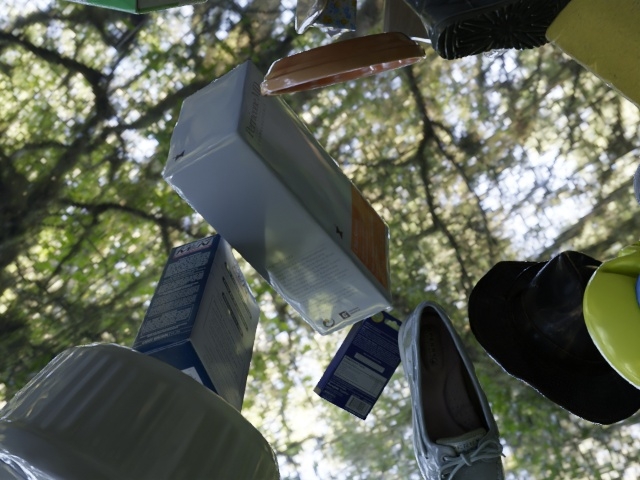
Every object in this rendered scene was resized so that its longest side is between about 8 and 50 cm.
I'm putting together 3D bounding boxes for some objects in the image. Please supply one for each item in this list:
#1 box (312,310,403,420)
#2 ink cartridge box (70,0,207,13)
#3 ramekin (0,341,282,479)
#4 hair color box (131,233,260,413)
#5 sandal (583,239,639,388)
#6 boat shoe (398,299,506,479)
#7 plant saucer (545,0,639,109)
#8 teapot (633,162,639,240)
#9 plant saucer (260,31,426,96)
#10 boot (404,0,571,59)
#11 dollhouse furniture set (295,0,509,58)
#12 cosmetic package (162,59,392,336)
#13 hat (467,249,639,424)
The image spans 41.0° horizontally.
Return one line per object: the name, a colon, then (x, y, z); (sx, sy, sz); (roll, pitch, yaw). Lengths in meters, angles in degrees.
box: (0.098, 0.258, 1.822); (0.136, 0.225, 0.036); (33, 179, -25)
ink cartridge box: (-0.310, -0.378, 1.087); (0.289, 0.121, 0.211); (14, -157, 12)
ramekin: (-0.158, 0.201, 0.745); (0.273, 0.273, 0.127); (44, -123, -20)
hair color box: (-0.189, 0.145, 1.363); (0.347, 0.105, 0.174); (-85, -25, -64)
sandal: (0.319, -0.015, 0.590); (0.126, 0.138, 0.317); (48, -124, 1)
boat shoe: (0.184, 0.243, 1.203); (0.103, 0.118, 0.320); (82, 177, -73)
plant saucer: (0.355, -0.136, 0.541); (0.333, 0.333, 0.081); (-101, 9, -63)
teapot: (0.587, -0.008, 1.221); (0.256, 0.187, 0.252); (11, -149, 6)
plant saucer: (0.024, -0.209, 1.010); (0.200, 0.200, 0.037); (-23, -77, -56)
boot: (0.171, -0.302, 1.005); (0.190, 0.076, 0.208); (-10, -136, -14)
dollhouse furniture set: (0.175, -0.518, 1.344); (0.362, 0.256, 0.394); (4, -94, -16)
cosmetic package: (-0.057, -0.065, 1.514); (0.453, 0.161, 0.230); (47, -152, -32)
hat: (0.388, 0.104, 1.266); (0.331, 0.134, 0.331); (17, -143, -14)
